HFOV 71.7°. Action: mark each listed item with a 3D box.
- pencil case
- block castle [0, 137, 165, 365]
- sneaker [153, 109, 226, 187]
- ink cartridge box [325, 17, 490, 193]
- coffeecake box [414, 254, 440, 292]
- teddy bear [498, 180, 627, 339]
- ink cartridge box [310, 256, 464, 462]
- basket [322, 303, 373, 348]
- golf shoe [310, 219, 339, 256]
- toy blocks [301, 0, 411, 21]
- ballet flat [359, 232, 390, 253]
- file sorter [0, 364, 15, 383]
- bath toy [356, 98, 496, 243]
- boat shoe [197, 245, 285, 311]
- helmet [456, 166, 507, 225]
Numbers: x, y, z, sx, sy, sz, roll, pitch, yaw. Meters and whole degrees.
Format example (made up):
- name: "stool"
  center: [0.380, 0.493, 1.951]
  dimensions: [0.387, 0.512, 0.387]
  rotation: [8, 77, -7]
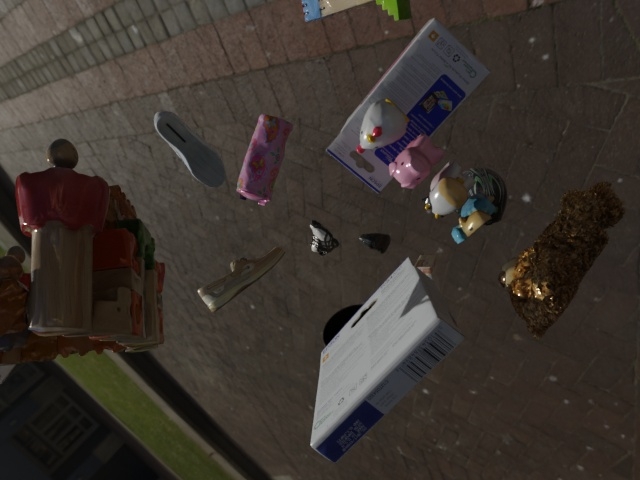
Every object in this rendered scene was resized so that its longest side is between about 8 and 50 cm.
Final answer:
- name: "pencil case"
  center: [-0.182, -0.264, 1.447]
  dimensions: [0.124, 0.284, 0.124]
  rotation: [15, 176, 1]
- name: "block castle"
  center: [-0.387, 0.045, 0.596]
  dimensions: [0.453, 0.303, 0.212]
  rotation: [121, 144, -71]
- name: "sneaker"
  center: [-0.353, -0.257, 1.219]
  dimensions: [0.258, 0.094, 0.091]
  rotation: [56, 177, -40]
- name: "ink cartridge box"
  center: [0.195, -0.304, 1.038]
  dimensions: [0.176, 0.069, 0.371]
  rotation: [37, 108, -13]
- name: "coffeecake box"
  center: [0.424, 0.165, 1.749]
  dimensions: [0.068, 0.142, 0.185]
  rotation: [-3, 106, 24]
- name: "teddy bear"
  center: [0.422, 0.019, 0.786]
  dimensions: [0.113, 0.338, 0.245]
  rotation: [35, 160, 25]
- name: "ink cartridge box"
  center: [0.114, 0.212, 0.880]
  dimensions: [0.071, 0.330, 0.324]
  rotation: [39, 104, -6]
- name: "basket"
  center: [0.090, 0.322, 1.226]
  dimensions: [0.154, 0.204, 0.226]
  rotation: [26, 133, 28]
- name: "golf shoe"
  center: [0.000, 0.000, 1.610]
  dimensions: [0.077, 0.094, 0.198]
  rotation: [43, 177, 36]
- name: "toy blocks"
  center: [0.046, -0.628, 0.898]
  dimensions: [0.261, 0.191, 0.381]
  rotation: [8, 120, 42]
- name: "ballet flat"
  center: [0.157, 0.001, 1.225]
  dimensions: [0.049, 0.057, 0.173]
  rotation: [22, -179, 25]
- name: "file sorter"
  center: [-0.732, 0.136, 0.902]
  dimensions: [0.278, 0.192, 0.173]
  rotation: [31, 146, -15]
- name: "bath toy"
  center: [0.216, -0.154, 0.965]
  dimensions: [0.348, 0.151, 0.129]
  rotation: [43, 105, -2]
- name: "boat shoe"
  center: [-0.248, 0.101, 1.418]
  dimensions: [0.098, 0.302, 0.109]
  rotation: [53, 166, 0]
- name: "helmet"
  center: [0.477, -0.138, 1.331]
  dimensions: [0.169, 0.169, 0.161]
  rotation: [5, 112, 40]
